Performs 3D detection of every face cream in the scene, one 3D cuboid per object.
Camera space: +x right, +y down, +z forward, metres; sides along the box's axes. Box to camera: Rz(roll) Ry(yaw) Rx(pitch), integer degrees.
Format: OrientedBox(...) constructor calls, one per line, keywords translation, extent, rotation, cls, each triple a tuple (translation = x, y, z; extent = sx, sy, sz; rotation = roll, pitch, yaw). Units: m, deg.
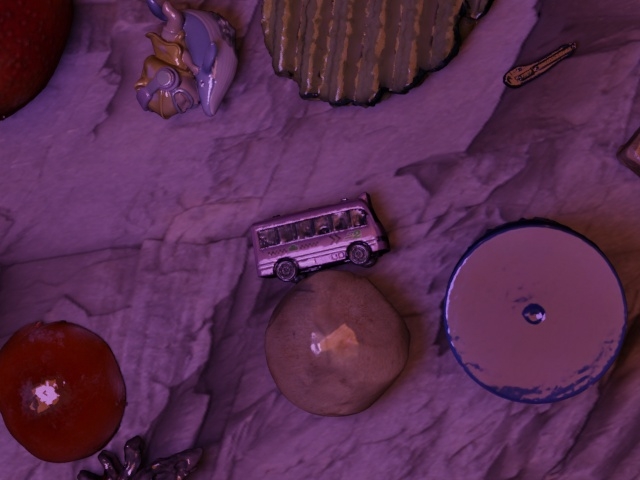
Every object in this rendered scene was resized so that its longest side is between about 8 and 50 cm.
OrientedBox(translation=(0.302, 0.093, 1.739), extent=(0.249, 0.225, 0.248), rotation=(0, 93, 7), cls="face cream")

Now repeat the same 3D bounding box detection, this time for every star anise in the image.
OrientedBox(translation=(-0.279, 0.403, 1.859), extent=(0.258, 0.110, 0.198), rotation=(-19, 88, 12), cls="star anise")

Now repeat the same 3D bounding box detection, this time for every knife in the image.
OrientedBox(translation=(0.331, -0.265, 1.840), extent=(0.121, 0.018, 0.031), rotation=(-30, 89, 4), cls="knife")

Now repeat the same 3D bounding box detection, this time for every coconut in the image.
OrientedBox(translation=(0.020, 0.152, 1.790), extent=(0.224, 0.224, 0.224), rotation=(0, 90, 6), cls="coconut")

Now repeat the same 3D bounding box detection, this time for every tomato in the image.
OrientedBox(translation=(-0.408, 0.232, 1.874), extent=(0.199, 0.112, 0.228), rotation=(-43, 88, 3), cls="tomato")

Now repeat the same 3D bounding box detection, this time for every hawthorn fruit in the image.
OrientedBox(translation=(-0.505, -0.354, 1.814), extent=(0.285, 0.285, 0.368), rotation=(26, 84, 6), cls="hawthorn fruit")

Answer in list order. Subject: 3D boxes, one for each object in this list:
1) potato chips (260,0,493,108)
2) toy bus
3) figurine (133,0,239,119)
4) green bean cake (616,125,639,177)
OrientedBox(translation=(0.092, -0.405, 1.844), extent=(0.359, 0.070, 0.429), rotation=(10, 90, 9), cls="potato chips")
OrientedBox(translation=(0.000, 0.000, 1.837), extent=(0.199, 0.096, 0.108), rotation=(-13, 84, 9), cls="toy bus")
OrientedBox(translation=(-0.210, -0.278, 1.849), extent=(0.184, 0.128, 0.208), rotation=(-33, 78, 8), cls="figurine")
OrientedBox(translation=(0.525, -0.101, 1.771), extent=(0.179, 0.109, 0.085), rotation=(39, 93, 5), cls="green bean cake")
